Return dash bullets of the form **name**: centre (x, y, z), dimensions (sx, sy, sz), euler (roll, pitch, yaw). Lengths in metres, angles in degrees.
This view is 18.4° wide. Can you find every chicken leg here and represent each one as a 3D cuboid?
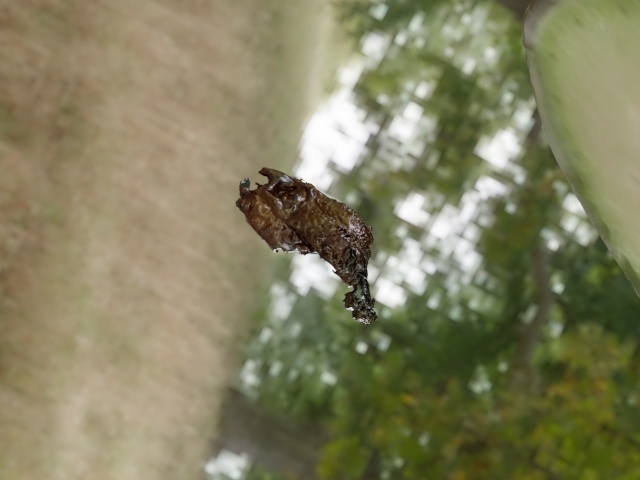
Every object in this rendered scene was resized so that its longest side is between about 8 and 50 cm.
- **chicken leg**: centre (0.000, -0.002, 0.824), dimensions (0.036, 0.083, 0.021), euler (-47, 163, -11)

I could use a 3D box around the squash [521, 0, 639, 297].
- **squash**: centre (0.290, -0.089, 0.607), dimensions (0.384, 0.263, 0.263), euler (-39, 178, -13)
